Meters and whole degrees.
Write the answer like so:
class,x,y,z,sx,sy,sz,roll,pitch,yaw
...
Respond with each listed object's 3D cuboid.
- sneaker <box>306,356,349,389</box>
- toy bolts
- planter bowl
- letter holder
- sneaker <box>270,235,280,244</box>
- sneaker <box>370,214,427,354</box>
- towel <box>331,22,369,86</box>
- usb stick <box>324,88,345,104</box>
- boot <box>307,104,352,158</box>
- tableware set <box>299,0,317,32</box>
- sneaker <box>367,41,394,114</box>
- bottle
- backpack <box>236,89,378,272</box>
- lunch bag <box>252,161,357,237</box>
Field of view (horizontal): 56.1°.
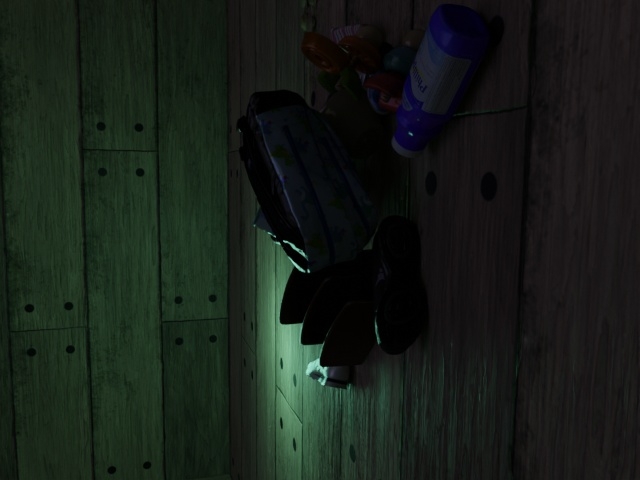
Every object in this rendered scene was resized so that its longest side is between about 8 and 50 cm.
class,x,y,z,sx,sy,sz,roll,pitch,yaw
sneaker,0.027,0.362,1.717,0.235,0.090,0.094,171,110,-68
toy bolts,0.100,-0.374,1.179,0.229,0.218,0.158,28,85,31
planter bowl,0.080,-0.255,1.385,0.109,0.162,0.162,50,144,29
letter holder,0.025,0.174,1.461,0.301,0.215,0.152,109,153,-48
sneaker,0.000,0.000,1.707,0.330,0.147,0.129,19,81,54
sneaker,0.155,0.097,1.267,0.130,0.109,0.286,129,146,-73
towel,0.065,-0.443,1.445,0.197,0.029,0.144,-145,51,-63
usb stick,0.065,-0.403,1.565,0.278,0.045,0.077,125,139,-61
boot,-0.001,-0.311,1.599,0.236,0.089,0.269,47,171,-13
tableware set,-0.040,-0.730,1.912,0.168,0.020,0.141,-124,34,-57
sneaker,0.139,-0.360,1.317,0.084,0.058,0.152,123,149,-74
bottle,0.201,-0.271,1.073,0.282,0.092,0.118,111,157,-50
backpack,-0.030,-0.106,1.305,0.290,0.274,0.355,102,160,-60
lunch bag,-0.029,-0.110,1.568,0.223,0.160,0.262,26,92,49
